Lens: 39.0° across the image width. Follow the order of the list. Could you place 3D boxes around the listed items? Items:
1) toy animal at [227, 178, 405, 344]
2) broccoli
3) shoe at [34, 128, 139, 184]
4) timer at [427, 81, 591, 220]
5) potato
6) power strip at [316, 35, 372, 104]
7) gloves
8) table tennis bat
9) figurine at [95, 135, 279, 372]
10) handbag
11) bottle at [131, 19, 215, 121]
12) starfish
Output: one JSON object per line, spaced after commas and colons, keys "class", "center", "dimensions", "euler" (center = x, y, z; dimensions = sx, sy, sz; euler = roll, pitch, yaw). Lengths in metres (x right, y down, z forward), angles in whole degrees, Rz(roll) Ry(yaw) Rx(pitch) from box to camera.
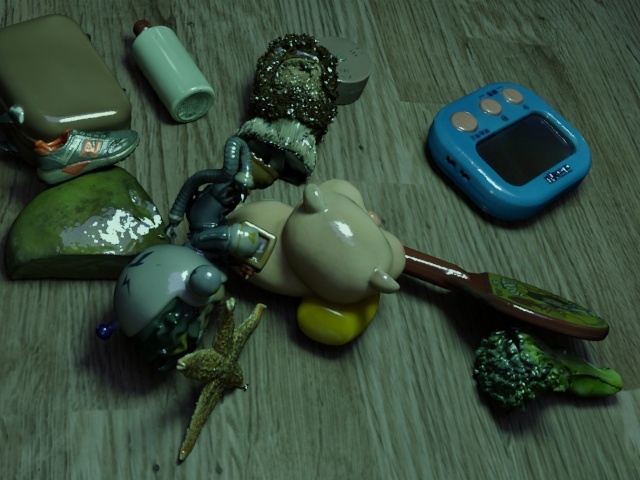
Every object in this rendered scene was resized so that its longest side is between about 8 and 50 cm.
{"class": "toy animal", "center": [0.009, -0.014, 1.627], "dimensions": [0.345, 0.247, 0.277], "euler": [39, 50, 11]}
{"class": "broccoli", "center": [0.433, 0.249, 1.673], "dimensions": [0.304, 0.145, 0.165], "euler": [11, 40, -26]}
{"class": "shoe", "center": [-0.414, -0.167, 1.602], "dimensions": [0.194, 0.077, 0.074], "euler": [-25, 32, -21]}
{"class": "timer", "center": [0.415, -0.198, 2.002], "dimensions": [0.340, 0.115, 0.309], "euler": [-30, 67, -35]}
{"class": "potato", "center": [-0.418, -0.010, 1.564], "dimensions": [0.255, 0.112, 0.269], "euler": [-25, 63, -32]}
{"class": "power strip", "center": [0.033, -0.384, 2.031], "dimensions": [0.154, 0.078, 0.154], "euler": [10, 52, -13]}
{"class": "gloves", "center": [-0.066, -0.282, 1.876], "dimensions": [0.210, 0.135, 0.312], "euler": [16, 69, 19]}
{"class": "table tennis bat", "center": [0.343, 0.102, 1.711], "dimensions": [0.415, 0.051, 0.268], "euler": [19, 11, 5]}
{"class": "figurine", "center": [-0.197, 0.035, 1.483], "dimensions": [0.186, 0.261, 0.382], "euler": [34, 81, 4]}
{"class": "handbag", "center": [-0.529, -0.270, 1.698], "dimensions": [0.283, 0.149, 0.302], "euler": [-21, 65, -34]}
{"class": "bottle", "center": [-0.318, -0.362, 1.870], "dimensions": [0.104, 0.104, 0.245], "euler": [-20, 64, -31]}
{"class": "starfish", "center": [-0.170, 0.199, 1.438], "dimensions": [0.048, 0.231, 0.295], "euler": [21, 67, 22]}
